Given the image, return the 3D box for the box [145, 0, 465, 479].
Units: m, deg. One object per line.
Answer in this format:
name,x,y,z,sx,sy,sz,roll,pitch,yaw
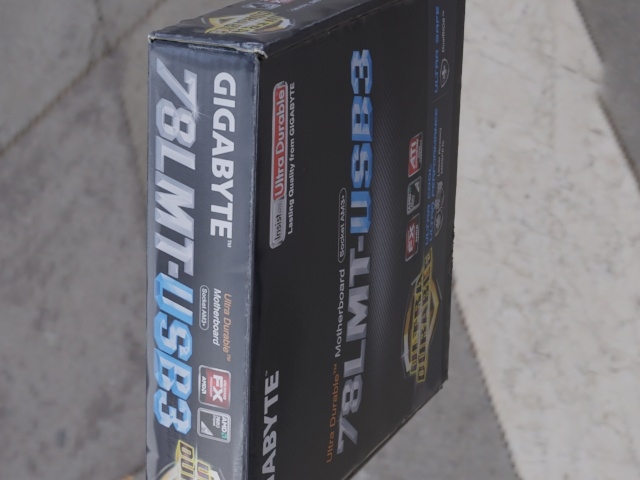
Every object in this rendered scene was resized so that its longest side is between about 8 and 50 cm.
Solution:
box,0.000,0.000,0.886,0.073,0.293,0.295,10,110,22
